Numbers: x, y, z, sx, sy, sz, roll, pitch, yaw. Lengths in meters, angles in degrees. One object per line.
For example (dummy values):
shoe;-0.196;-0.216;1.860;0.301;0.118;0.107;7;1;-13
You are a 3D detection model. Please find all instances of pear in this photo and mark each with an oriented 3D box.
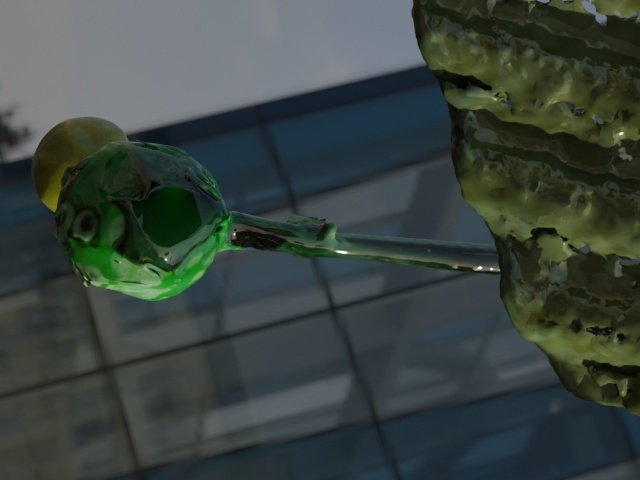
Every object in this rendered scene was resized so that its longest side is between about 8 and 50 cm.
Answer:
pear;-0.206;-0.060;1.656;0.097;0.092;0.092;-4;-79;51

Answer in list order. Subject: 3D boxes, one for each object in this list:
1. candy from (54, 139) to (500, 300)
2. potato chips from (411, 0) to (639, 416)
candy;-0.001;0.000;1.166;0.097;0.323;0.097;-174;-90;-66
potato chips;0.233;-0.096;0.814;0.097;0.389;0.373;-6;90;-65
